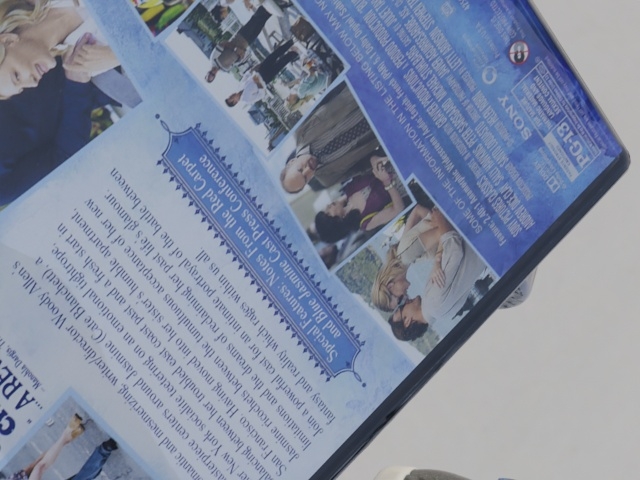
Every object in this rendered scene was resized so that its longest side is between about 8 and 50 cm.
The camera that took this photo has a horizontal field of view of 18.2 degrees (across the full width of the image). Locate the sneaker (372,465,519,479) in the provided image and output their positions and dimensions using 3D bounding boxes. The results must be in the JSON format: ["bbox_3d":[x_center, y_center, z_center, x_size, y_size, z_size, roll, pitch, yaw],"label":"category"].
[{"bbox_3d":[0.060,0.181,0.898,0.217,0.121,0.079,-66,147,-48],"label":"sneaker"}]

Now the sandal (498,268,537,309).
[{"bbox_3d":[0.001,0.000,0.981,0.097,0.254,0.054,39,60,-45],"label":"sandal"}]

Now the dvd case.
[{"bbox_3d":[-0.039,-0.004,0.549,0.253,0.022,0.180,-45,118,-16],"label":"dvd case"}]
